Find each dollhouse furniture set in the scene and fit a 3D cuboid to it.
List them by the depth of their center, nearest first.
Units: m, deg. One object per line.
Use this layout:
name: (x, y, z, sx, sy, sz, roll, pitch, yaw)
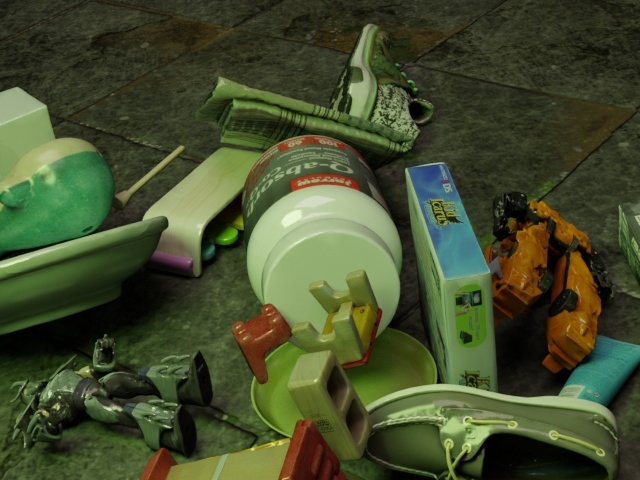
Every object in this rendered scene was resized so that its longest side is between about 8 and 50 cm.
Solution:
dollhouse furniture set: (-0.046, 0.219, 1.315, 0.201, 0.152, 0.374, -14, 29, 25)

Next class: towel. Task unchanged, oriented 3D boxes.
towel: (-0.037, -0.169, 1.842, 0.324, 0.056, 0.312, 16, -4, -9)

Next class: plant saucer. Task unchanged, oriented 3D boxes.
plant saucer: (0.032, 0.193, 1.498, 0.241, 0.037, 0.241, -7, 31, 4)
plant saucer: (-0.402, 0.063, 1.669, 0.400, 0.100, 0.400, -16, 3, 1)

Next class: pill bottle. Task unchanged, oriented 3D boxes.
pill bottle: (0.000, 0.000, 1.600, 0.210, 0.210, 0.363, -10, 22, -2)

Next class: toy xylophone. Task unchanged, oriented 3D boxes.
toy xylophone: (-0.192, -0.068, 1.923, 0.236, 0.081, 0.323, 17, 40, 35)

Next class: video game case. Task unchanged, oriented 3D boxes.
video game case: (0.166, 0.071, 1.462, 0.061, 0.244, 0.269, -8, 32, -1)

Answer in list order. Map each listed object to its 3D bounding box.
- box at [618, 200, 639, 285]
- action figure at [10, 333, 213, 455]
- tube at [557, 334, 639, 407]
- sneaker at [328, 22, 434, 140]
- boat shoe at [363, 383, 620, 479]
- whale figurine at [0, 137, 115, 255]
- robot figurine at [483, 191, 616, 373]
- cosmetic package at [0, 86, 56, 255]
box: (0.563, 0.039, 1.573, 0.242, 0.076, 0.307, -8, 32, 2)
action figure: (-0.284, 0.200, 1.512, 0.285, 0.099, 0.185, 1, 42, 22)
tube: (0.343, 0.175, 1.445, 0.080, 0.052, 0.207, 17, 35, 27)
sneaker: (0.119, -0.265, 2.154, 0.182, 0.158, 0.410, 24, 32, -6)
boat shoe: (0.188, 0.234, 1.328, 0.305, 0.109, 0.091, 1, 28, 8)
whale figurine: (-0.444, -0.039, 1.836, 0.272, 0.216, 0.141, -38, 77, 1)
robot figurine: (0.299, 0.045, 1.561, 0.211, 0.085, 0.291, 38, 28, -6)
cosmetic package: (-0.551, -0.103, 1.932, 0.224, 0.224, 0.138, -26, 34, -26)
